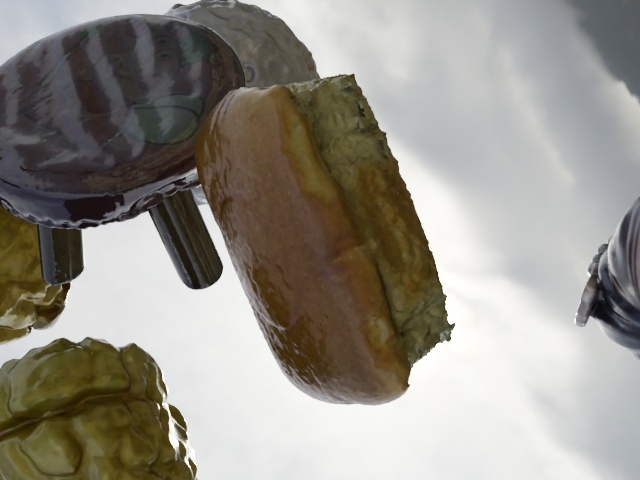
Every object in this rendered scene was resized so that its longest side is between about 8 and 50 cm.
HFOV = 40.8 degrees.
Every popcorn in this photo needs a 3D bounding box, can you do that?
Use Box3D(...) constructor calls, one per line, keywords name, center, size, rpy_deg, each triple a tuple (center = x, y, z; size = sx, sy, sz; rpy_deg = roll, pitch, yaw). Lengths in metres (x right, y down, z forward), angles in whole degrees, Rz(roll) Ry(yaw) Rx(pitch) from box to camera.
Box3D(name="popcorn", center=(-0.532, -0.012, 1.228), size=(0.390, 0.354, 0.344), rpy_deg=(-64, -31, -45))
Box3D(name="popcorn", center=(-0.215, 0.197, 0.759), size=(0.226, 0.203, 0.200), rpy_deg=(48, -154, -60))

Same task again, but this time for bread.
Box3D(name="bread", center=(0.000, 0.000, 0.634), size=(0.121, 0.174, 0.245), rpy_deg=(-21, -84, -21))

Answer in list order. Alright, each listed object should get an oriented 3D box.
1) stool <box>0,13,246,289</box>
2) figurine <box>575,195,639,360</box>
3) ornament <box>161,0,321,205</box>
Box3D(name="stool", center=(-0.195, -0.085, 0.866), size=(0.178, 0.272, 0.272), rpy_deg=(80, -176, -47))
Box3D(name="figurine", center=(0.424, -0.002, 0.781), size=(0.361, 0.253, 0.211), rpy_deg=(-31, -102, -21))
Box3D(name="ornament", center=(-0.168, -0.215, 1.382), size=(0.337, 0.337, 0.337), rpy_deg=(43, -150, -32))
